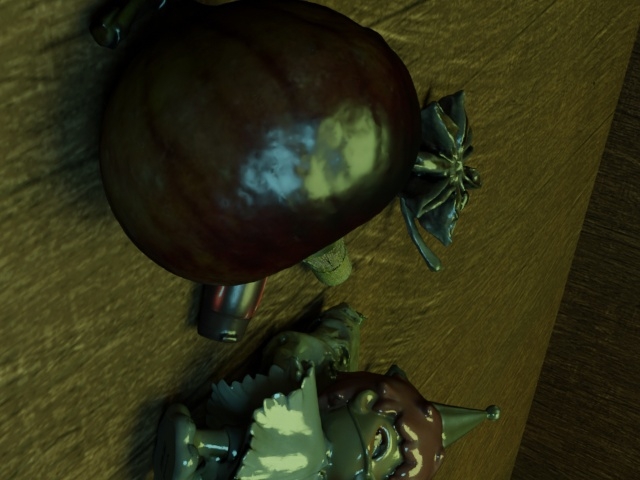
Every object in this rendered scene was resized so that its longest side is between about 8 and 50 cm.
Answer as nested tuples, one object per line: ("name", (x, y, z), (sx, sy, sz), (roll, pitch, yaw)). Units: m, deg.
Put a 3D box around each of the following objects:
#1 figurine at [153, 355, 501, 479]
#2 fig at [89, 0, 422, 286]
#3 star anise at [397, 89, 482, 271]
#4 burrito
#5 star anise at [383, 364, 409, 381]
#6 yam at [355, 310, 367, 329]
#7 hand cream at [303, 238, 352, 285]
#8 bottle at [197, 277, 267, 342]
("figurine", (0.022, 0.218, 0.949), (0.387, 0.166, 0.207), (5, 111, -27))
("fig", (-0.042, -0.079, 0.655), (0.235, 0.235, 0.214), (13, 61, -66))
("star anise", (0.149, -0.084, 1.206), (0.209, 0.089, 0.231), (30, 77, -54))
("burrito", (-0.029, 0.247, 1.108), (0.175, 0.107, 0.347), (1, 109, -51))
("star anise", (0.069, 0.345, 1.379), (0.331, 0.118, 0.331), (-47, 153, -32))
("yam", (0.022, 0.154, 1.217), (0.129, 0.027, 0.033), (-63, -164, -15))
("hand cream", (0.000, 0.000, 0.981), (0.084, 0.084, 0.203), (-62, 161, -12))
("bottle", (-0.074, 0.018, 0.863), (0.060, 0.060, 0.164), (-4, 114, -64))
